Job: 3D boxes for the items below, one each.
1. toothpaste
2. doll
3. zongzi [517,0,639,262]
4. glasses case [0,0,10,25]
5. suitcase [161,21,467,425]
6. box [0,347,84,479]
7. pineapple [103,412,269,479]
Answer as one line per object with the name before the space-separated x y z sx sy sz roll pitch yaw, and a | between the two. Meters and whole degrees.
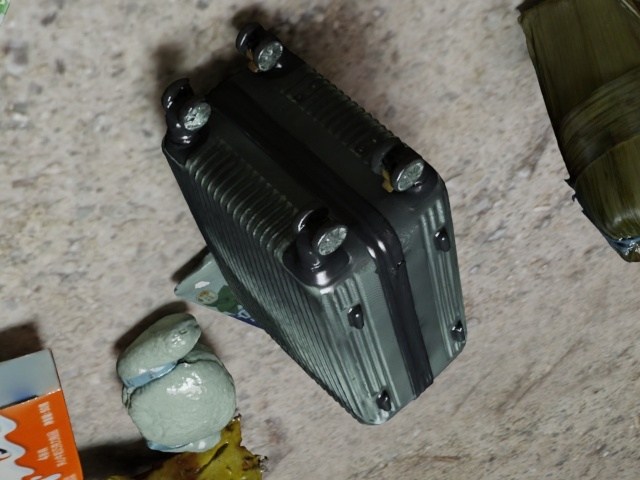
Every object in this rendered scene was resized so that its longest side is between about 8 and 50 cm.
toothpaste | -0.043 0.062 1.234 0.060 0.038 0.233 -38 143 18
doll | -0.131 0.143 1.259 0.103 0.071 0.214 -21 145 -9
zongzi | 0.258 -0.072 1.072 0.112 0.221 0.242 -22 154 24
glasses case | -0.310 -0.141 0.725 0.272 0.062 0.095 4 138 -38
suitcase | 0.000 0.000 1.011 0.128 0.202 0.312 -41 152 -12
box | -0.348 0.202 1.198 0.265 0.048 0.273 -16 156 -12
pineapple | -0.177 0.265 1.386 0.233 0.079 0.135 -17 159 -29
